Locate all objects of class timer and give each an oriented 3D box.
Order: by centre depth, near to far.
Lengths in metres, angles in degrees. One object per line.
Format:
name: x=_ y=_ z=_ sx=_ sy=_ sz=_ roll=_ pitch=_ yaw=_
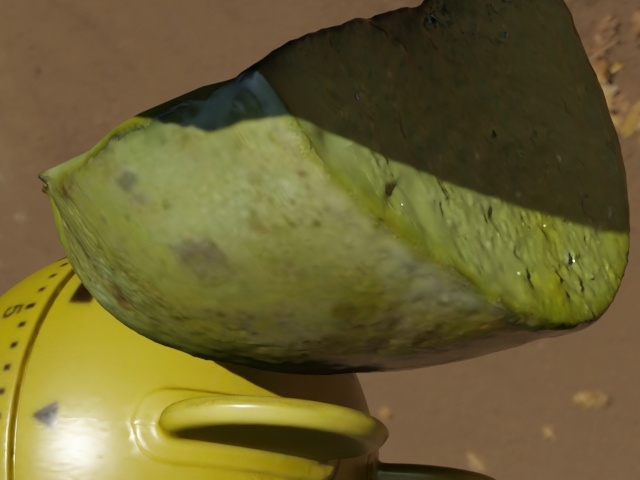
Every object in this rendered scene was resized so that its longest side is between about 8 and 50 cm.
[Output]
timer: x=-0.086 y=0.160 z=1.145 sx=0.387 sy=0.376 sz=0.376 roll=-8 pitch=111 yaw=26

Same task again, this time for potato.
potato: x=0.000 y=0.000 z=0.940 sx=0.280 sy=0.330 sz=0.212 roll=-24 pitch=91 yaw=38
